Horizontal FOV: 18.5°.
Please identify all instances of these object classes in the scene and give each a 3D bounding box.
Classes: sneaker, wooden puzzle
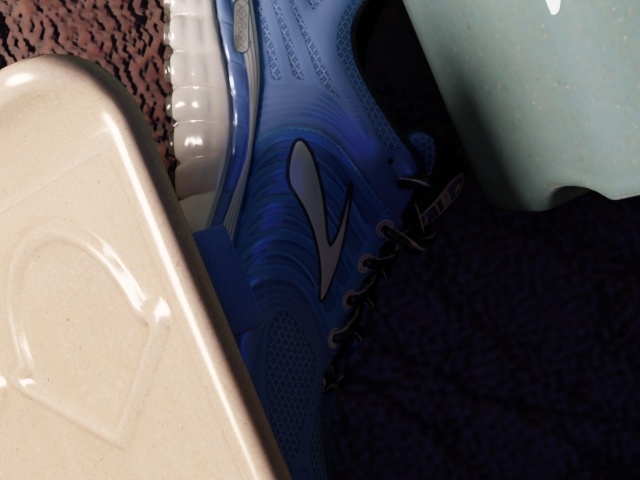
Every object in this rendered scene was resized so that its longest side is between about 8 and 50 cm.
[{"bbox_3d":[0.000,0.000,0.961,0.147,0.130,0.330,-1,88,1],"label":"sneaker"},{"bbox_3d":[-0.097,0.109,0.895,0.080,0.322,0.347,-27,92,-37],"label":"wooden puzzle"}]

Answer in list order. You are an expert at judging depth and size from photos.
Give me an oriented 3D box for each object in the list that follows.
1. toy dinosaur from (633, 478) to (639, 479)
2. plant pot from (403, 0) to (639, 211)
[{"bbox_3d":[0.108,0.249,0.982,0.268,0.064,0.118,-49,55,0],"label":"toy dinosaur"},{"bbox_3d":[0.145,-0.206,0.889,0.341,0.341,0.334,-18,98,-2],"label":"plant pot"}]
